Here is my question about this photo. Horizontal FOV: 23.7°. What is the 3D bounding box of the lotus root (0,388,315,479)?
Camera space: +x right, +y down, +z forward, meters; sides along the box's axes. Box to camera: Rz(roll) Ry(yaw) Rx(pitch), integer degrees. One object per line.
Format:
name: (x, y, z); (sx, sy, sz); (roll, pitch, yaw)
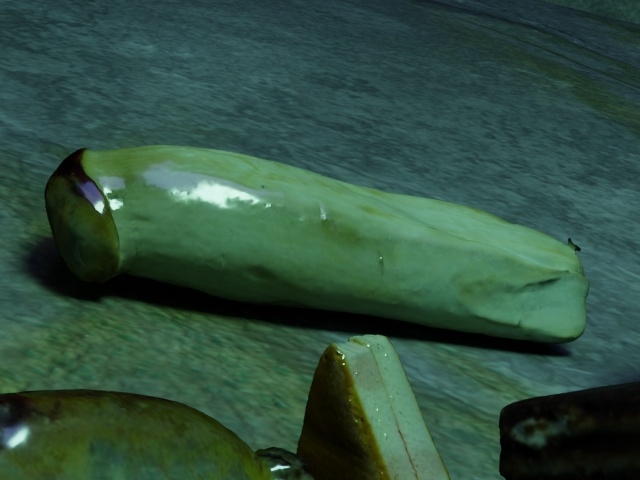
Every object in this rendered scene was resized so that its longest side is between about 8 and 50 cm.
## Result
lotus root: (-0.094, 0.104, 0.371); (0.241, 0.123, 0.124); (-2, 51, -48)

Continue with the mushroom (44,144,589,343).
mushroom: (0.000, 0.000, 0.849); (0.312, 0.081, 0.100); (9, 23, -19)

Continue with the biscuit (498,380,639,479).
biscuit: (0.192, 0.081, 0.569); (0.106, 0.070, 0.252); (-2, -7, -44)

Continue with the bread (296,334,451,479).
bread: (0.019, 0.096, 0.607); (0.043, 0.062, 0.109); (-8, 69, -46)
